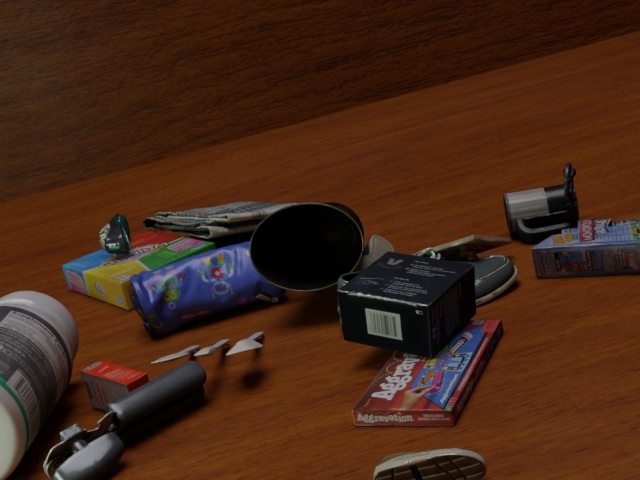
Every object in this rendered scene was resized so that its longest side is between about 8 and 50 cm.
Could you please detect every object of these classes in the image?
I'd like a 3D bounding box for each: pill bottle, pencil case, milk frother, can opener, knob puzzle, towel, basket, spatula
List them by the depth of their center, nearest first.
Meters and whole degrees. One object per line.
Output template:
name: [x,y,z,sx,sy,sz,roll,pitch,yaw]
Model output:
can opener: [-0.273,0.278,1.445,0.283,0.076,0.095,-26,53,-37]
pill bottle: [-0.513,0.221,1.551,0.204,0.204,0.361,-12,16,6]
spatula: [-0.171,0.180,1.633,0.168,0.019,0.242,-13,-2,5]
knob puzzle: [0.230,0.033,1.792,0.213,0.029,0.213,-13,-10,-2]
basket: [0.000,0.000,1.801,0.205,0.154,0.227,-8,4,14]
milk frother: [0.422,-0.081,1.881,0.135,0.143,0.129,-10,24,6]
pencil case: [-0.208,0.089,1.886,0.306,0.133,0.119,-16,-25,-9]
towel: [-0.226,-0.063,2.388,0.324,0.056,0.312,-12,13,-39]

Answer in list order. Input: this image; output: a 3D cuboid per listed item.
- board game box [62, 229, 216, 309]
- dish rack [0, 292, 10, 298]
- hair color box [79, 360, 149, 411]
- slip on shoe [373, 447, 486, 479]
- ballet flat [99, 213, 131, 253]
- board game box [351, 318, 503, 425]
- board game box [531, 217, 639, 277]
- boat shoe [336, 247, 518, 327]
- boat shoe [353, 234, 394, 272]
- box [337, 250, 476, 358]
board game box: [-0.410,0.061,2.226,0.242,0.064,0.317,-25,20,-33]
dish rack: [-0.707,0.188,2.049,0.208,0.074,0.271,-21,16,-25]
hair color box: [-0.321,0.239,1.565,0.141,0.071,0.043,5,26,46]
slip on shoe: [0.129,0.267,1.161,0.135,0.051,0.041,-16,18,19]
ballet flat: [-0.481,-0.013,2.291,0.074,0.074,0.203,-16,19,-8]
board game box: [0.163,0.187,1.428,0.145,0.027,0.281,-6,18,26]
board game box: [0.468,0.008,1.703,0.194,0.060,0.194,-8,18,16]
boat shoe: [0.180,0.068,1.669,0.320,0.099,0.116,-15,17,-4]
boat shoe: [0.094,0.061,1.869,0.065,0.075,0.206,-54,5,28]
box: [0.136,0.095,1.507,0.156,0.093,0.158,9,27,33]
